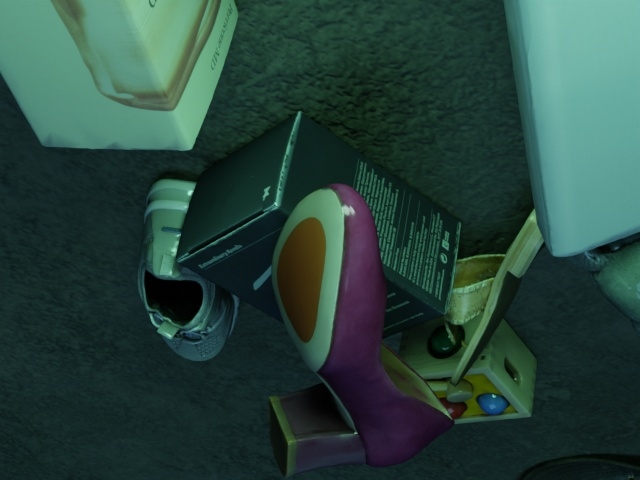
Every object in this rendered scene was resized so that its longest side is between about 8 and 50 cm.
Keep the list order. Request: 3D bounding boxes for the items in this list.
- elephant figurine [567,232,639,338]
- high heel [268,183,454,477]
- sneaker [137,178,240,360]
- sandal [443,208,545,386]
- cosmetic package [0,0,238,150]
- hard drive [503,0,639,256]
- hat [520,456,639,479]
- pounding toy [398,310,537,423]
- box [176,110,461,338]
[{"bbox_3d":[0.344,-0.014,0.991,0.239,0.186,0.169,-27,100,34],"label":"elephant figurine"},{"bbox_3d":[0.055,0.073,1.084,0.181,0.127,0.377,-12,146,-16],"label":"high heel"},{"bbox_3d":[-0.149,0.058,1.278,0.105,0.115,0.281,8,147,8],"label":"sneaker"},{"bbox_3d":[0.147,0.033,1.180,0.079,0.088,0.240,34,135,12],"label":"sandal"},{"bbox_3d":[-0.163,-0.209,0.846,0.129,0.153,0.296,4,148,15],"label":"cosmetic package"},{"bbox_3d":[0.237,-0.126,0.786,0.233,0.047,0.353,-20,148,3],"label":"hard drive"},{"bbox_3d":[0.407,0.397,1.593,0.331,0.134,0.331,9,148,5],"label":"hat"},{"bbox_3d":[0.137,0.142,1.322,0.130,0.100,0.141,-11,141,31],"label":"pounding toy"},{"bbox_3d":[0.000,0.000,1.146,0.207,0.108,0.153,34,141,-29],"label":"box"}]
